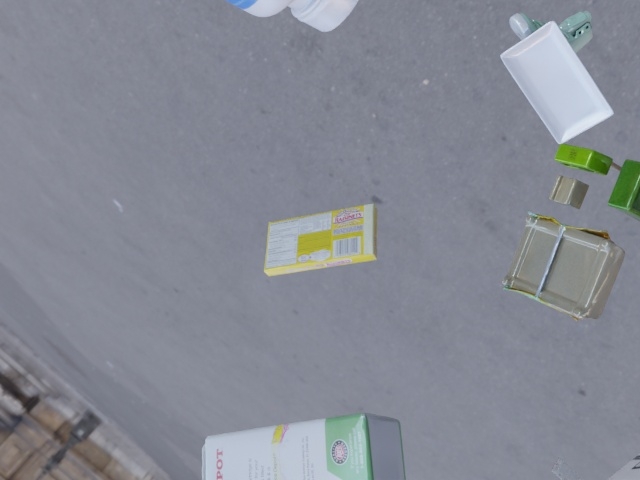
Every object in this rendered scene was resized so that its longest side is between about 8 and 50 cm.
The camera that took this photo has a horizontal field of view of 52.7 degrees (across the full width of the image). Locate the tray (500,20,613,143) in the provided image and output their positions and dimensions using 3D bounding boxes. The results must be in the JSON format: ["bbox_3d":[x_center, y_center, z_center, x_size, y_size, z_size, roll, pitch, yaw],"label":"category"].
[{"bbox_3d":[0.564,-0.375,1.542,0.145,0.030,0.270,-30,105,34],"label":"tray"}]

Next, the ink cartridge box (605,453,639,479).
[{"bbox_3d":[0.512,0.380,0.924,0.086,0.203,0.148,-33,78,57],"label":"ink cartridge box"}]

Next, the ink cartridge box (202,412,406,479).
[{"bbox_3d":[-0.019,0.278,0.691,0.212,0.154,0.093,-16,155,26],"label":"ink cartridge box"}]

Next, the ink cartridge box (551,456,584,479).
[{"bbox_3d":[0.576,0.561,1.483,0.115,0.062,0.029,43,126,18],"label":"ink cartridge box"}]

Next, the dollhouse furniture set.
[{"bbox_3d":[0.508,-0.006,1.217,0.151,0.302,0.197,15,-172,-36],"label":"dollhouse furniture set"}]

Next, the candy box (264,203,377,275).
[{"bbox_3d":[0.000,0.000,1.141,0.205,0.105,0.027,-9,145,20],"label":"candy box"}]

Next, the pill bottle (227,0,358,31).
[{"bbox_3d":[-0.068,-0.262,0.527,0.221,0.124,0.124,22,161,-28],"label":"pill bottle"}]

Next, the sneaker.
[{"bbox_3d":[0.571,-0.526,1.581,0.255,0.151,0.094,17,-142,-46],"label":"sneaker"}]
